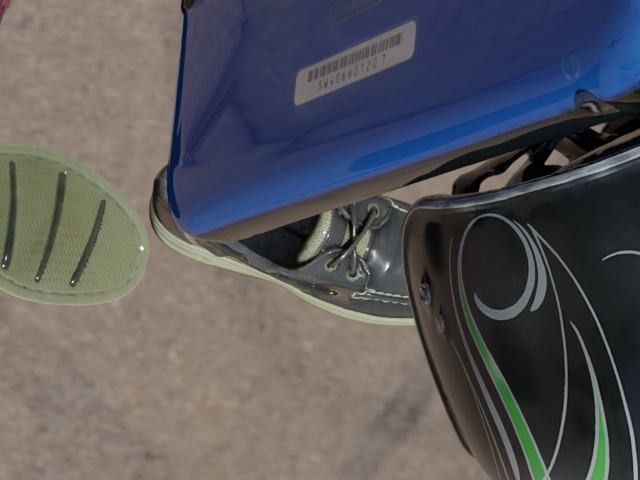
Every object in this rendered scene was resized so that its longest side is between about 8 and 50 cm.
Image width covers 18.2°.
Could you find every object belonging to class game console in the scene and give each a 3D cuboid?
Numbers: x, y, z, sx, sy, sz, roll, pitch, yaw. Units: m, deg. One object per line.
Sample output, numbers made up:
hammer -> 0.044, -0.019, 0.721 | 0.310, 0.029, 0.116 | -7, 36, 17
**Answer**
game console -> 0.091, -0.127, 0.660 | 0.173, 0.293, 0.250 | 11, 76, -27

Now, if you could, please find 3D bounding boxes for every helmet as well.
helmet -> 0.121, 0.035, 0.721 | 0.169, 0.169, 0.161 | -30, 102, -41

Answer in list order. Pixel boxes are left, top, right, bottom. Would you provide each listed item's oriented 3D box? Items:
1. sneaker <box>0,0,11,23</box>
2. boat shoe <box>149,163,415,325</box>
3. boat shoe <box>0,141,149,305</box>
sneaker -> -0.234, -0.090, 0.981 | 0.136, 0.116, 0.314 | 104, -3, -54
boat shoe -> 0.000, -0.001, 1.237 | 0.073, 0.223, 0.080 | 89, 17, -81
boat shoe -> -0.269, -0.025, 1.432 | 0.302, 0.103, 0.113 | 16, 85, -33
